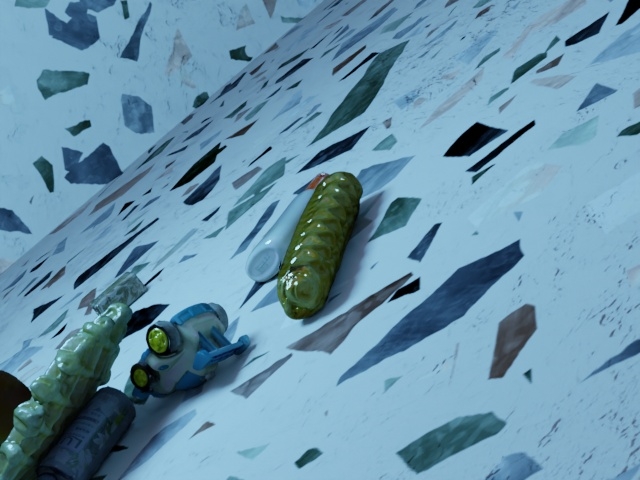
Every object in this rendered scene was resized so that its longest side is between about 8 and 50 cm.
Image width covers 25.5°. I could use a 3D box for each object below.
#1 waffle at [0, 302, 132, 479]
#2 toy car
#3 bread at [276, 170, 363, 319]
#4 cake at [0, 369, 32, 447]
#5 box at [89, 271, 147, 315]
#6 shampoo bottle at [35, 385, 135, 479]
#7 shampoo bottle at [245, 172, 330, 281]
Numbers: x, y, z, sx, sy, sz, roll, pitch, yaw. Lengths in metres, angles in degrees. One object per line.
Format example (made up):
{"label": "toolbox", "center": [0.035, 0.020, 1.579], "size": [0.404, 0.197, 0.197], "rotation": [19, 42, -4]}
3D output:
{"label": "waffle", "center": [-0.361, 0.235, 1.918], "size": [0.292, 0.056, 0.309], "rotation": [-61, -3, 39]}
{"label": "toy car", "center": [-0.180, 0.167, 1.901], "size": [0.126, 0.098, 0.161], "rotation": [-14, -40, -53]}
{"label": "bread", "center": [0.001, 0.000, 1.970], "size": [0.077, 0.084, 0.367], "rotation": [8, 27, 6]}
{"label": "cake", "center": [-0.514, 0.310, 2.098], "size": [0.208, 0.178, 0.185], "rotation": [26, 41, 32]}
{"label": "box", "center": [-0.366, 0.101, 2.562], "size": [0.098, 0.045, 0.062], "rotation": [-40, 15, -14]}
{"label": "shampoo bottle", "center": [-0.321, 0.283, 1.876], "size": [0.072, 0.072, 0.214], "rotation": [-26, 20, 38]}
{"label": "shampoo bottle", "center": [-0.038, -0.028, 2.158], "size": [0.108, 0.051, 0.221], "rotation": [-51, 2, 46]}
